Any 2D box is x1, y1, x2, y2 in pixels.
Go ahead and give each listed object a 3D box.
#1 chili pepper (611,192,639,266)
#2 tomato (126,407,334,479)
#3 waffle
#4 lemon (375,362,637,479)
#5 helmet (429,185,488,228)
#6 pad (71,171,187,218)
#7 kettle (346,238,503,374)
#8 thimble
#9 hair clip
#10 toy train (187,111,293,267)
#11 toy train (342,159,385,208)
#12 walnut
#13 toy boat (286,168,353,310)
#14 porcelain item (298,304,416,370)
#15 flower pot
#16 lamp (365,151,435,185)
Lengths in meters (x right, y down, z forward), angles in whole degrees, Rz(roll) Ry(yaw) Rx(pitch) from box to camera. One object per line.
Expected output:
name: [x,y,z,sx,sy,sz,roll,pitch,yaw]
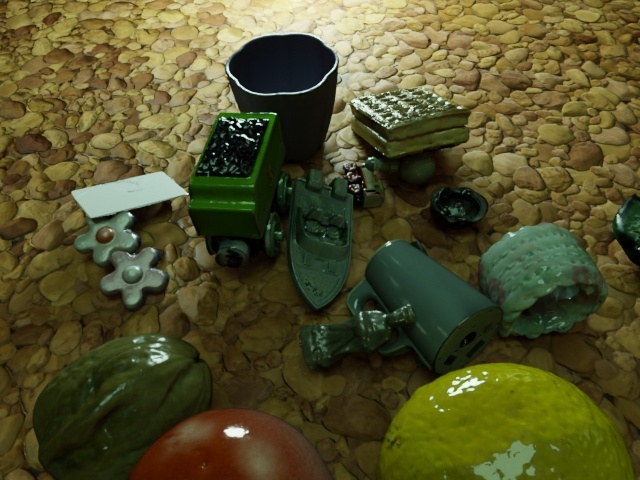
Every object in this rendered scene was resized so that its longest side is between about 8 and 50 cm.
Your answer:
chili pepper: [0.691,0.027,1.082,0.148,0.116,0.265,-26,53,-3]
tomato: [-0.108,0.377,0.710,0.321,0.322,0.322,-2,51,2]
waffle: [0.206,-0.292,1.303,0.212,0.091,0.308,-13,28,-7]
lemon: [0.243,0.325,0.734,0.335,0.336,0.336,-2,51,2]
helmet: [0.300,-0.065,1.194,0.123,0.070,0.098,12,58,5]
pad: [-0.445,-0.111,1.263,0.232,0.004,0.156,-19,37,-32]
kettle: [0.177,0.130,1.016,0.210,0.160,0.243,-48,51,3]
thimble: [0.401,0.080,1.007,0.211,0.185,0.149,-34,46,21]
hair clip: [-0.429,0.035,1.163,0.146,0.075,0.257,-28,59,-24]
toy train: [-0.159,-0.106,1.144,0.173,0.249,0.307,4,52,9]
toy train: [0.099,-0.137,1.280,0.087,0.050,0.138,-6,49,-7]
walnut: [-0.303,0.268,0.854,0.283,0.283,0.227,-35,82,-23]
toy boat: [0.000,0.000,1.133,0.141,0.092,0.320,16,57,-19]
porcelain item: [0.070,0.167,0.961,0.215,0.069,0.081,-21,54,22]
flower pot: [-0.083,-0.334,1.329,0.265,0.243,0.265,-2,48,2]
lamp: [0.186,-0.175,1.270,0.163,0.091,0.091,0,50,-7]
